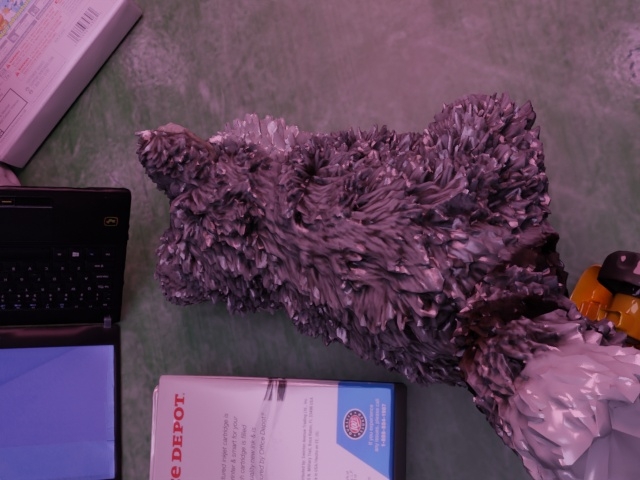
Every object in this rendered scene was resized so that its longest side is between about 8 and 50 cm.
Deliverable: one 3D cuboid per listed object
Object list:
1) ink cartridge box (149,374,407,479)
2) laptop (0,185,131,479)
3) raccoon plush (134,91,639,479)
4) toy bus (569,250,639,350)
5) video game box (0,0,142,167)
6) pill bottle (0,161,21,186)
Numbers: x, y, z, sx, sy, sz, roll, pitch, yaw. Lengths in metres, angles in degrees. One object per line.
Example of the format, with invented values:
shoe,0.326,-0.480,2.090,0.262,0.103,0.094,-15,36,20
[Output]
ink cartridge box,-0.033,0.190,0.686,0.203,0.086,0.148,0,82,13
laptop,-0.280,0.093,0.678,0.234,0.264,0.136,0,44,-19
raccoon plush,0.000,0.000,0.547,0.299,0.446,0.216,1,96,0
toy bus,0.304,0.109,0.591,0.211,0.220,0.149,21,86,-19
video game box,-0.314,-0.208,0.825,0.187,0.048,0.205,39,91,13
pill bottle,-0.425,0.013,0.764,0.152,0.152,0.272,41,92,15
